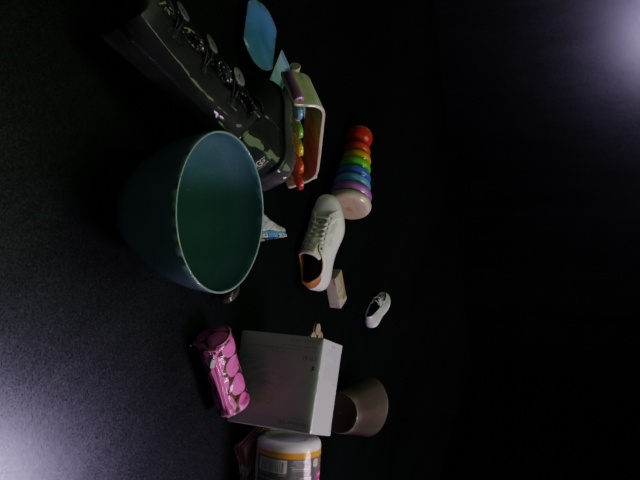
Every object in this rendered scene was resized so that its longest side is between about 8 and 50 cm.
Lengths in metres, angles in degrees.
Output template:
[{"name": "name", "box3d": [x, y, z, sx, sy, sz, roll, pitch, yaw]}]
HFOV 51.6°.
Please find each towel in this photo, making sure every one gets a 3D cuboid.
[{"name": "towel", "box3d": [-0.144, 0.626, 1.738, 0.237, 0.037, 0.329, -31, 121, -63]}]

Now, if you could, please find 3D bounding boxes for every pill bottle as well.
[{"name": "pill bottle", "box3d": [-0.085, 0.619, 1.622, 0.162, 0.162, 0.279, 8, 85, -66]}]

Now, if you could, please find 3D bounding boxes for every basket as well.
[{"name": "basket", "box3d": [0.110, 0.555, 2.177, 0.227, 0.154, 0.205, 17, 79, -62]}]

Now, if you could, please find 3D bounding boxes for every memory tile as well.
[{"name": "memory tile", "box3d": [-0.011, 0.340, 2.044, 0.113, 0.012, 0.148, -60, 144, -47]}]

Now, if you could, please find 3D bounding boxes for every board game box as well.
[{"name": "board game box", "box3d": [-0.160, -0.501, 1.622, 0.133, 0.033, 0.169, 33, 57, -57]}]

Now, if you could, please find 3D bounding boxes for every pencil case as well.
[{"name": "pencil case", "box3d": [-0.218, 0.298, 1.477, 0.098, 0.095, 0.209, -119, -166, -63]}]

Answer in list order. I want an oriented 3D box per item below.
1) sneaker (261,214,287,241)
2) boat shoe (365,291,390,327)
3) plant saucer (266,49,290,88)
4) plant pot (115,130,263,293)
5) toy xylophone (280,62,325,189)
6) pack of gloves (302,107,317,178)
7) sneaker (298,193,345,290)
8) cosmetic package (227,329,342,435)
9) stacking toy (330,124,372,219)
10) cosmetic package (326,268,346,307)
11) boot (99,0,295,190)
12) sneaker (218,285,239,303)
[{"name": "sneaker", "box3d": [-0.141, -0.040, 1.658, 0.190, 0.071, 0.083, 2, 75, -71]}, {"name": "boat shoe", "box3d": [0.211, 0.247, 2.491, 0.184, 0.066, 0.063, -50, 138, -41]}, {"name": "plant saucer", "box3d": [-0.122, -0.407, 1.730, 0.067, 0.018, 0.192, 60, 38, -50]}, {"name": "plant pot", "box3d": [-0.260, -0.052, 1.222, 0.290, 0.195, 0.290, 2, 90, -67]}, {"name": "toy xylophone", "box3d": [-0.060, -0.292, 1.659, 0.323, 0.081, 0.236, 93, -20, -47]}, {"name": "pack of gloves", "box3d": [-0.042, -0.276, 1.889, 0.195, 0.046, 0.232, -31, 120, -61]}, {"name": "sneaker", "box3d": [0.000, 0.000, 1.926, 0.123, 0.105, 0.290, 24, 71, -67]}, {"name": "cosmetic package", "box3d": [-0.085, 0.347, 1.616, 0.138, 0.224, 0.225, 35, 60, -63]}, {"name": "stacking toy", "box3d": [0.114, -0.236, 2.158, 0.141, 0.141, 0.330, 60, 34, -51]}, {"name": "cosmetic package", "box3d": [0.049, 0.155, 2.131, 0.060, 0.041, 0.115, -54, 139, -51]}, {"name": "boot", "box3d": [-0.235, -0.350, 1.322, 0.445, 0.146, 0.367, 42, 18, -39]}, {"name": "sneaker", "box3d": [-0.210, 0.055, 1.529, 0.170, 0.051, 0.089, -72, 152, -42]}]
